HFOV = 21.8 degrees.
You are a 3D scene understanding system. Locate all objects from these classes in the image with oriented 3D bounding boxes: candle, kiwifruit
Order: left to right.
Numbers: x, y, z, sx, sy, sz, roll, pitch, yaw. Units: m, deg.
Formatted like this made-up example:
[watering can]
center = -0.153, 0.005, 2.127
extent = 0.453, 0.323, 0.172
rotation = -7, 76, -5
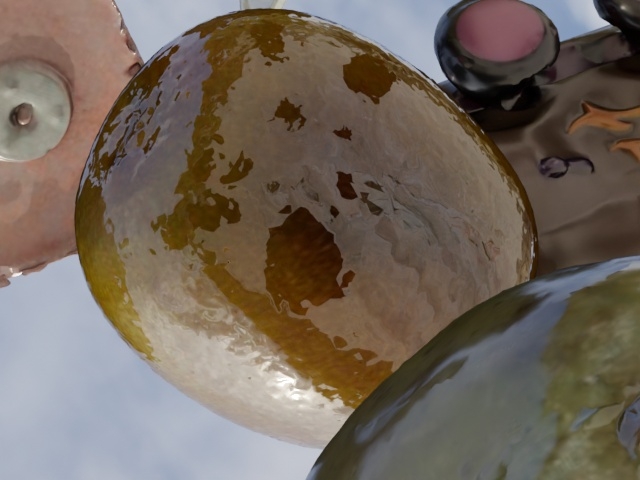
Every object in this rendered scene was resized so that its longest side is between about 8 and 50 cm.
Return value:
[candle]
center = -0.252, -0.109, 1.396
extent = 0.287, 0.317, 0.131
rotation = 16, -163, -26
[kiwifruit]
center = 0.000, 0.000, 0.814
extent = 0.234, 0.196, 0.196
rotation = 29, -127, -24

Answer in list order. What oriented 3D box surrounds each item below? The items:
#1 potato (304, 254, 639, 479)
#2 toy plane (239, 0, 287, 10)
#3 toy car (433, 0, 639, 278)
[potato]
center = 0.087, 0.153, 0.468
extent = 0.221, 0.243, 0.326
rotation = -8, -63, -15
[toy plane]
center = -0.077, -0.215, 0.974
extent = 0.245, 0.245, 0.117
rotation = 25, -81, -31
[toy car]
center = 0.193, -0.015, 1.093
extent = 0.341, 0.271, 0.240
rotation = -22, -125, -11
